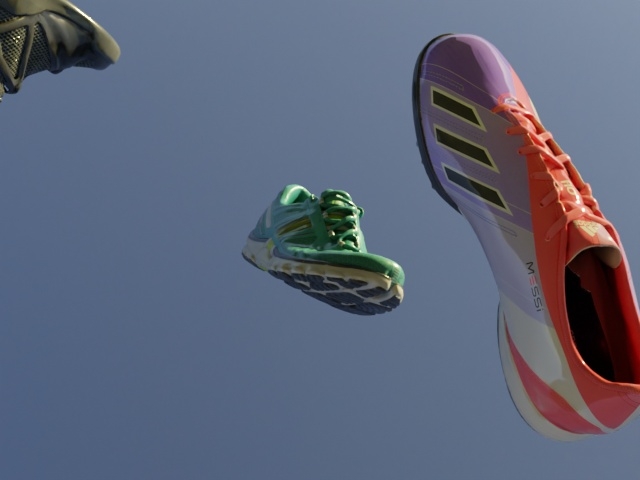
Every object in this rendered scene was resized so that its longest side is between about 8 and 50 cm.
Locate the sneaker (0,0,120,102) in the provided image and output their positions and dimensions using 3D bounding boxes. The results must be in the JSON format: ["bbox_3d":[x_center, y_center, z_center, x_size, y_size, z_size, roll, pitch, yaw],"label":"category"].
[{"bbox_3d":[-0.269,-0.169,0.925,0.087,0.227,0.130,38,-81,15],"label":"sneaker"}]

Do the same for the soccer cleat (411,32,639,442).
[{"bbox_3d":[0.157,-0.019,0.749,0.109,0.116,0.318,-10,-105,-23],"label":"soccer cleat"}]

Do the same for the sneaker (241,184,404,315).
[{"bbox_3d":[0.000,0.000,1.050,0.107,0.275,0.110,27,-91,-28],"label":"sneaker"}]
